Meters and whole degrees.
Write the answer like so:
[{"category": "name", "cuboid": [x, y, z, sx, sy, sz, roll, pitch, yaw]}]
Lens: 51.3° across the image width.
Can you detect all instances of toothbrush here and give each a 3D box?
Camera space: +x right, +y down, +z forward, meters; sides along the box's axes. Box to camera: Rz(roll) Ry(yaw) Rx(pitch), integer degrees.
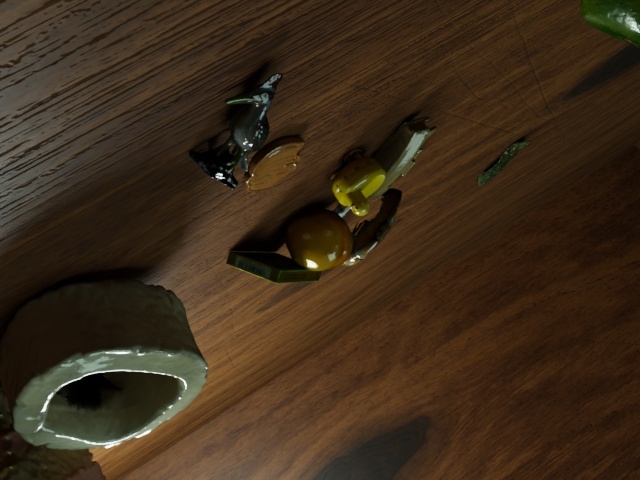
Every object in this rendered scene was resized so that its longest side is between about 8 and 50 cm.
[{"category": "toothbrush", "cuboid": [0.106, -0.125, 1.394, 0.022, 0.026, 0.263, 7, 139, -43]}]

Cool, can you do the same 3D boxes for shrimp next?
[{"category": "shrimp", "cuboid": [0.087, -0.032, 1.507, 0.222, 0.054, 0.290, -56, -163, -20]}]

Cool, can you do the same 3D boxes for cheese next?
[{"category": "cheese", "cuboid": [-0.360, 0.210, 1.089, 0.292, 0.153, 0.332, -38, 146, 13]}]

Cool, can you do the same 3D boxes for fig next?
[{"category": "fig", "cuboid": [0.555, -0.448, 1.106, 0.203, 0.203, 0.235, -11, 128, -55]}]

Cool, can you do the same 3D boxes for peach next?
[{"category": "peach", "cuboid": [0.000, 0.000, 1.365, 0.138, 0.138, 0.138, -32, 164, -10]}]

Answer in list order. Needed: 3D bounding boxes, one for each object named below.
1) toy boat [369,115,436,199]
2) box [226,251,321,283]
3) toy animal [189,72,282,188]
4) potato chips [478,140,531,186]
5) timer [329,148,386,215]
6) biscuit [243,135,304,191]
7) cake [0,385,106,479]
[{"category": "toy boat", "cuboid": [0.152, -0.158, 1.306, 0.072, 0.064, 0.206, -2, 143, -43]}, {"category": "box", "cuboid": [-0.091, 0.054, 1.366, 0.193, 0.121, 0.030, 6, 102, -66]}, {"category": "toy animal", "cuboid": [-0.099, -0.147, 0.880, 0.105, 0.070, 0.202, -38, 168, -44]}, {"category": "potato chips", "cuboid": [0.543, -0.230, 1.982, 0.209, 0.026, 0.142, -43, 165, 29]}, {"category": "timer", "cuboid": [0.076, -0.102, 1.248, 0.107, 0.109, 0.107, -32, 165, -10]}, {"category": "biscuit", "cuboid": [-0.074, -0.118, 1.063, 0.102, 0.019, 0.130, -24, 162, -30]}, {"category": "cake", "cuboid": [-0.582, 0.464, 1.222, 0.314, 0.307, 0.293, -36, 166, 6]}]
